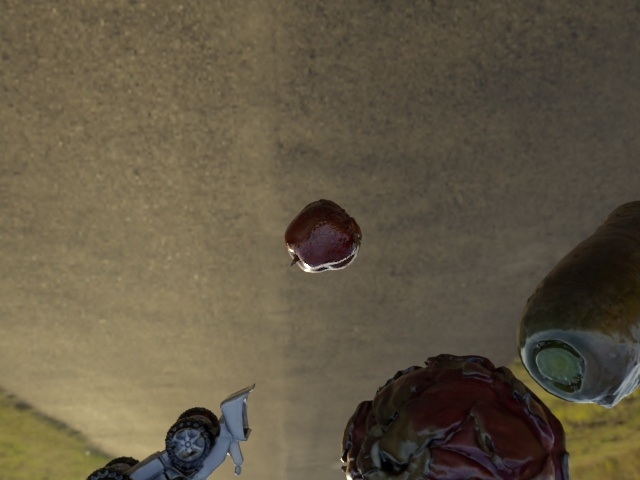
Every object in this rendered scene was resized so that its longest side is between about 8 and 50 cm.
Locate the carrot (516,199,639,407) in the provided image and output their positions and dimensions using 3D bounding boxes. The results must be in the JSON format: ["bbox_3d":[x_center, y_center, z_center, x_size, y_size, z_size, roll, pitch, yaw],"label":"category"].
[{"bbox_3d":[0.302,0.050,0.967,0.138,0.139,0.302,-22,-166,38],"label":"carrot"}]

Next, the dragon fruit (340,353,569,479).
[{"bbox_3d":[0.183,0.308,1.256,0.329,0.329,0.329,-6,161,-2],"label":"dragon fruit"}]

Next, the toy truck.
[{"bbox_3d":[-0.187,0.292,1.204,0.285,0.111,0.136,-33,177,-3],"label":"toy truck"}]

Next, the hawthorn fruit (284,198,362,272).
[{"bbox_3d":[0.000,0.000,1.069,0.093,0.093,0.093,-6,161,-2],"label":"hawthorn fruit"}]
